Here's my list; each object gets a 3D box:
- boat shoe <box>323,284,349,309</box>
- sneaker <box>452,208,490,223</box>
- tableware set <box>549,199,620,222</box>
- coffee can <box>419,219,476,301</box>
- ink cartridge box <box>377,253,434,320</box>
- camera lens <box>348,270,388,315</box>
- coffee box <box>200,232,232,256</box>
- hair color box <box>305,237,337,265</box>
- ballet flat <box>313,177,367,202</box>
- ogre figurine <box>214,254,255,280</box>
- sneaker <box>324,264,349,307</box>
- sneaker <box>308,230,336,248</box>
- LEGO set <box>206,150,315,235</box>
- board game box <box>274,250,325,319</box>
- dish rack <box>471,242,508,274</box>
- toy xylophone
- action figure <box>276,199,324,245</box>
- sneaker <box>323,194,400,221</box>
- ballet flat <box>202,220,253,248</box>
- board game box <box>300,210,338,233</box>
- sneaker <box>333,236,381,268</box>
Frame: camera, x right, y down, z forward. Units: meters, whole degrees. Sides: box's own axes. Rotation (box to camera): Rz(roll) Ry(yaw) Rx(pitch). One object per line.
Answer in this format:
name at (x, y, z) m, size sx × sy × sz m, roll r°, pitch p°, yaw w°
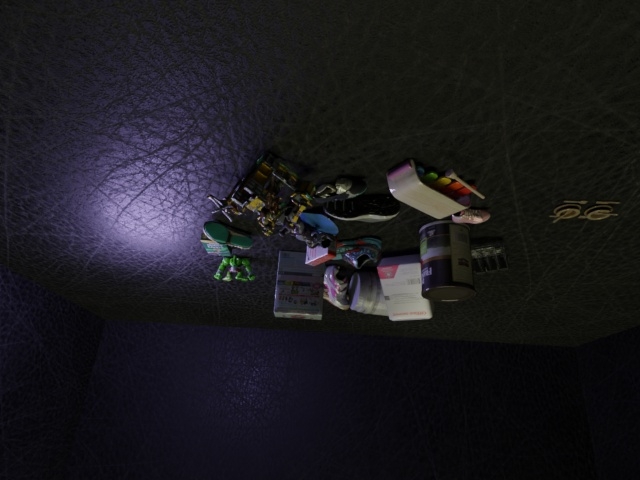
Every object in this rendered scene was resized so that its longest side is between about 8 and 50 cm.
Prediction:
boat shoe at (0.036, 0.250, 2.344) m, size 0.342 × 0.123 × 0.123 m, roll 30°, pitch 118°, yaw -8°
sneaker at (0.545, -0.094, 1.579) m, size 0.135 × 0.050 × 0.070 m, roll -3°, pitch 161°, yaw 26°
tableware set at (0.933, -0.094, 1.538) m, size 0.194 × 0.039 × 0.128 m, roll 2°, pitch 156°, yaw 3°
coffee can at (0.497, 0.085, 1.714) m, size 0.202 × 0.275 × 0.201 m, roll 3°, pitch 156°, yaw 2°
ink cartridge box at (0.402, 0.220, 2.028) m, size 0.208 × 0.282 × 0.117 m, roll -8°, pitch -163°, yaw 24°
camera lens at (0.303, 0.274, 2.239) m, size 0.275 × 0.219 × 0.219 m, roll 9°, pitch 156°, yaw -11°
coffee box at (-0.478, 0.021, 2.001) m, size 0.113 × 0.040 × 0.184 m, roll 4°, pitch 156°, yaw -1°
hair color box at (0.004, 0.047, 1.927) m, size 0.053 × 0.093 × 0.167 m, roll 20°, pitch 152°, yaw -32°
ballet flat at (0.055, -0.171, 1.460) m, size 0.203 × 0.074 × 0.074 m, roll -10°, pitch 153°, yaw 33°
ogre figurine at (-0.423, 0.141, 2.170) m, size 0.197 × 0.118 × 0.097 m, roll -5°, pitch 159°, yaw 22°
sneaker at (0.092, 0.234, 2.215) m, size 0.111 × 0.103 × 0.252 m, roll -20°, pitch 108°, yaw 25°
sneaker at (0.000, 0.000, 1.838) m, size 0.067 × 0.078 × 0.188 m, roll 20°, pitch 152°, yaw -31°
LEGO set at (-0.193, -0.112, 1.405) m, size 0.331 × 0.192 × 0.255 m, roll -17°, pitch 129°, yaw 44°
board game box at (-0.094, 0.211, 2.051) m, size 0.224 × 0.303 × 0.097 m, roll 5°, pitch 156°, yaw -1°
dish rack at (0.715, 0.076, 1.906) m, size 0.209 × 0.074 × 0.271 m, roll -14°, pitch 149°, yaw 21°
toy xylophone at (0.384, -0.164, 1.408) m, size 0.236 × 0.081 × 0.323 m, roll -19°, pitch 147°, yaw 41°
action figure at (-0.095, -0.050, 1.707) m, size 0.186 × 0.099 × 0.285 m, roll 3°, pitch 154°, yaw 27°
sneaker at (0.144, -0.105, 1.561) m, size 0.272 × 0.100 × 0.108 m, roll 4°, pitch 161°, yaw -1°
ballet flat at (-0.404, -0.018, 1.860) m, size 0.241 × 0.091 × 0.077 m, roll 26°, pitch 170°, yaw -33°
board game box at (0.000, -0.080, 1.702) m, size 0.169 × 0.033 × 0.133 m, roll 9°, pitch 153°, yaw 39°
sneaker at (0.141, 0.064, 1.903) m, size 0.262 × 0.125 × 0.104 m, roll -14°, pitch 150°, yaw 34°
